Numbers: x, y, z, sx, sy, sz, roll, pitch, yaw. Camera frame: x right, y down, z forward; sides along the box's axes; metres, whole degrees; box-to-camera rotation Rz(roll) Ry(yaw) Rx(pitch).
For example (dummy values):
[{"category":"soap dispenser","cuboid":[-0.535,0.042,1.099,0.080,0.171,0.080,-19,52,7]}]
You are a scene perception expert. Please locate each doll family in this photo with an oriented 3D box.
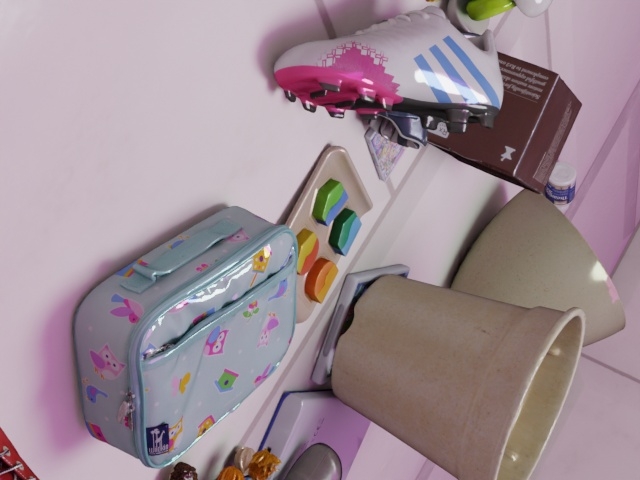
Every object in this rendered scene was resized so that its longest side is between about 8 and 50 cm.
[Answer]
[{"category":"doll family","cuboid":[-0.122,0.356,1.321,0.163,0.118,0.263,-65,157,7]}]

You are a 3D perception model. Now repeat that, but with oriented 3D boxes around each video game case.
[{"category":"video game case","cuboid":[0.067,0.131,1.603,0.201,0.023,0.183,-7,119,-60]},{"category":"video game case","cuboid":[0.101,-0.149,1.420,0.087,0.011,0.122,-57,154,-16]}]

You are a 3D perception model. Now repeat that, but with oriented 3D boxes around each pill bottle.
[{"category":"pill bottle","cuboid":[0.546,-0.118,2.252,0.067,0.067,0.120,-53,152,-24]}]

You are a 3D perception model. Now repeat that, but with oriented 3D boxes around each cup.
[{"category":"cup","cuboid":[0.394,0.101,1.925,0.237,0.331,0.331,-34,151,-3]}]

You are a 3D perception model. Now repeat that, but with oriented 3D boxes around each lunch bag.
[{"category":"lunch bag","cuboid":[-0.136,0.097,1.069,0.279,0.108,0.224,-38,144,-44]}]

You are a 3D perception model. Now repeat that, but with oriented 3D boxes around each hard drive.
[{"category":"hard drive","cuboid":[-0.014,0.343,1.617,0.318,0.040,0.210,15,99,-65]}]

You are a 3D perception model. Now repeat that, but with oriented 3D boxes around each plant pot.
[{"category":"plant pot","cuboid":[0.199,0.203,1.523,0.334,0.305,0.334,-44,146,-40]}]

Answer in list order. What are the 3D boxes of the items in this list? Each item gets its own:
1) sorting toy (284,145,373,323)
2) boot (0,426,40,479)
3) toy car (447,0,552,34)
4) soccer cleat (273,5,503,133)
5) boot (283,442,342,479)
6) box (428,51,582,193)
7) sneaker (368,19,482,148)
[{"category":"sorting toy","cuboid":[0.000,0.000,1.329,0.208,0.038,0.193,-58,155,-13]},{"category":"boot","cuboid":[-0.267,0.196,0.827,0.088,0.176,0.244,-46,148,-31]},{"category":"toy car","cuboid":[0.256,-0.380,1.384,0.182,0.159,0.136,-45,114,-36]},{"category":"soccer cleat","cuboid":[0.083,-0.215,1.169,0.331,0.116,0.143,4,84,-38]},{"category":"boot","cuboid":[-0.045,0.399,1.412,0.246,0.083,0.161,-56,171,-14]},{"category":"box","cuboid":[0.290,-0.190,1.564,0.167,0.168,0.203,-66,156,5]},{"category":"sneaker","cuboid":[0.146,-0.210,1.344,0.226,0.086,0.163,-10,111,-49]}]
